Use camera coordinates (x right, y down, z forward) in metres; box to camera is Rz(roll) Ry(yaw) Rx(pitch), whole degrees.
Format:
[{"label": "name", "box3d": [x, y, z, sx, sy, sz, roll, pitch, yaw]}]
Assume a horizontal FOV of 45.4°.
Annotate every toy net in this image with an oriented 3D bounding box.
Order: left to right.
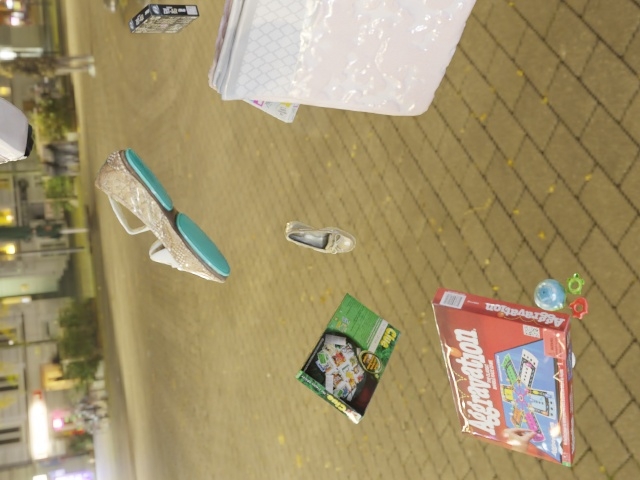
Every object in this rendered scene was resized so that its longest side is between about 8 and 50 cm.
[{"label": "toy net", "box3d": [0.506, 0.190, 1.596, 0.122, 0.045, 0.232, -10, 72, 36]}]

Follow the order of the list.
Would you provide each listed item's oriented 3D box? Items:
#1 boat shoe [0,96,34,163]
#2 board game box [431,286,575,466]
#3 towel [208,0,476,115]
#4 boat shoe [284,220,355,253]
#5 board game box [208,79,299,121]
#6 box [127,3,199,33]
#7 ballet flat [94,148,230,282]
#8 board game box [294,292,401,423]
[{"label": "boat shoe", "box3d": [-0.622, -0.212, 1.197, 0.340, 0.158, 0.127, 52, -154, -54]}, {"label": "board game box", "box3d": [0.220, 0.167, 0.893, 0.145, 0.027, 0.281, 12, 142, 29]}, {"label": "towel", "box3d": [0.049, -0.294, 0.910, 0.332, 0.317, 0.053, 112, 147, -43]}, {"label": "boat shoe", "box3d": [0.000, -0.002, 1.582, 0.048, 0.153, 0.056, -103, 32, -66]}, {"label": "board game box", "box3d": [-0.094, -0.268, 1.221, 0.154, 0.026, 0.103, 29, 108, 15]}, {"label": "box", "box3d": [-0.230, -0.325, 1.125, 0.067, 0.083, 0.018, -16, 89, 49]}, {"label": "ballet flat", "box3d": [-0.195, -0.018, 0.930, 0.206, 0.067, 0.073, 53, -169, -16]}, {"label": "board game box", "box3d": [0.057, 0.207, 1.400, 0.030, 0.136, 0.260, -56, -2, 34]}]
